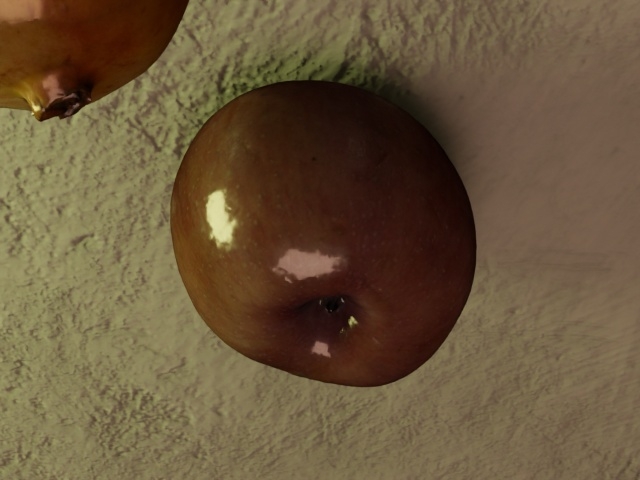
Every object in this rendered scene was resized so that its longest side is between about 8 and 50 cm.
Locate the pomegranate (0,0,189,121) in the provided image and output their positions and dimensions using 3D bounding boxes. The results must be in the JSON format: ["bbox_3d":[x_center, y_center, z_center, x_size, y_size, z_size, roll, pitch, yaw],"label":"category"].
[{"bbox_3d":[-0.225,-0.215,1.019,0.264,0.264,0.264,1,136,1],"label":"pomegranate"}]

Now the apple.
[{"bbox_3d":[0.000,0.000,1.254,0.306,0.235,0.305,2,135,2],"label":"apple"}]
